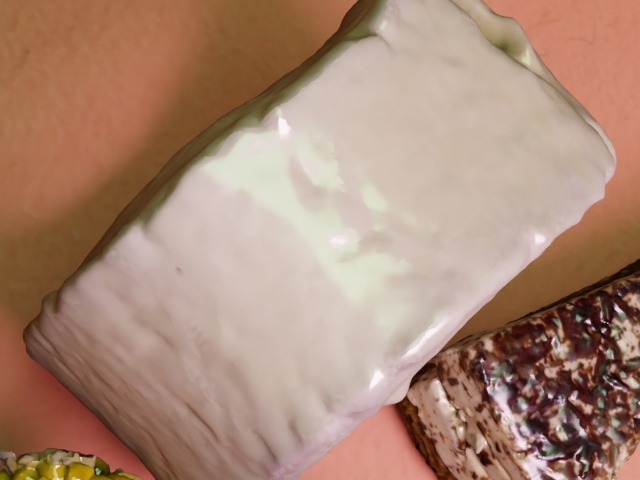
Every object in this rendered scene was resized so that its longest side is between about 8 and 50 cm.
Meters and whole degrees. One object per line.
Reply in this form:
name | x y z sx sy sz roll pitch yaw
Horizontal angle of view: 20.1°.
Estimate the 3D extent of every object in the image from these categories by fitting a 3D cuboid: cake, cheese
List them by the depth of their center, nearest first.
cheese | 0.000 -0.004 0.920 0.292 0.332 0.153 -44 94 -14
cake | 0.179 0.089 1.089 0.246 0.112 0.135 -21 86 -29

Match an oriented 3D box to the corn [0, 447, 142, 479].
corn | -0.131 0.258 0.906 0.102 0.102 0.313 3 90 -21
